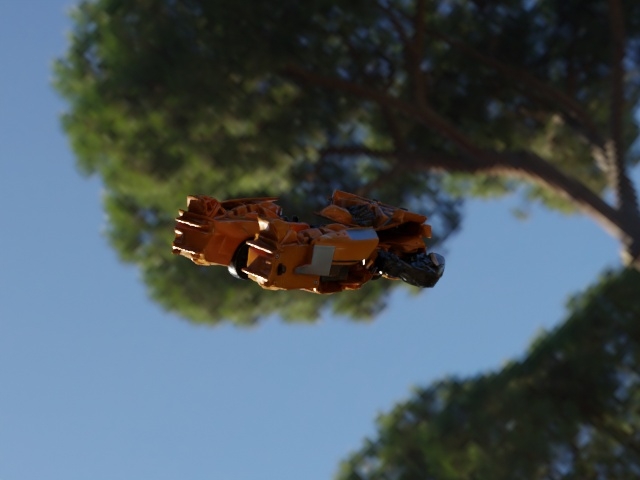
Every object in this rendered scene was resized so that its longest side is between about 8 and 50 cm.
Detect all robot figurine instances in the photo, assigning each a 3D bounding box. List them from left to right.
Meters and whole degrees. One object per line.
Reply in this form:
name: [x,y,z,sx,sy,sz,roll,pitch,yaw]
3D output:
robot figurine: [0.000,0.000,1.769,0.291,0.211,0.085,-4,-73,-49]
